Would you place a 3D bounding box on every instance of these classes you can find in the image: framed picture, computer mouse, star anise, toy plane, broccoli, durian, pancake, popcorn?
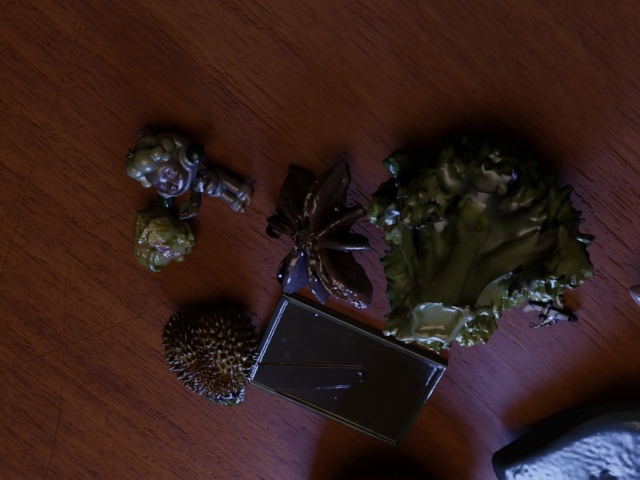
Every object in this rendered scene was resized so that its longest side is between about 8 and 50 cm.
[{"bbox_3d":[0.037,0.215,2.050,0.289,0.016,0.213,23,126,-1],"label":"framed picture"},{"bbox_3d":[0.434,0.349,1.968,0.371,0.122,0.188,-31,100,35],"label":"computer mouse"},{"bbox_3d":[0.000,0.000,1.834,0.236,0.093,0.229,52,128,18],"label":"star anise"},{"bbox_3d":[0.348,0.106,1.886,0.083,0.031,0.078,23,112,3],"label":"toy plane"},{"bbox_3d":[0.178,0.021,1.722,0.293,0.281,0.348,38,124,-12],"label":"broccoli"},{"bbox_3d":[-0.172,0.177,2.009,0.158,0.137,0.168,-28,89,44],"label":"durian"},{"bbox_3d":[-0.174,0.239,2.116,0.108,0.017,0.108,12,125,17],"label":"pancake"},{"bbox_3d":[-0.250,-0.004,1.938,0.089,0.109,0.097,40,90,24],"label":"popcorn"}]

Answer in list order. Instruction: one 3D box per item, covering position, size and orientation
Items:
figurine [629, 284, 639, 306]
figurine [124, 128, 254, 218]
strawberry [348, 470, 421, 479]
[{"bbox_3d":[0.520,0.085,1.780,0.125,0.125,0.138,-27,128,28],"label":"figurine"},{"bbox_3d":[-0.197,-0.094,1.862,0.197,0.093,0.147,32,135,-8],"label":"figurine"},{"bbox_3d":[0.101,0.522,2.113,0.292,0.310,0.292,-2,98,-12],"label":"strawberry"}]
